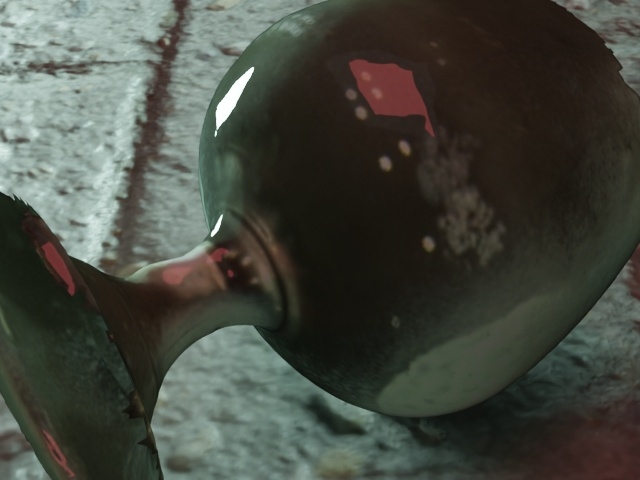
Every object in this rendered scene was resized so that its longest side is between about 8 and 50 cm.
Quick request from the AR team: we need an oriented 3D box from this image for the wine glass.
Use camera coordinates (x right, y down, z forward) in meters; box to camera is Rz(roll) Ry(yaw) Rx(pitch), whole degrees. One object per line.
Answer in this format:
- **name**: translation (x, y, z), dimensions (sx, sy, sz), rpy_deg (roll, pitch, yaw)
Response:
- **wine glass**: translation (0.000, 0.000, 0.630), dimensions (0.323, 0.238, 0.238), rpy_deg (-23, 36, -26)
